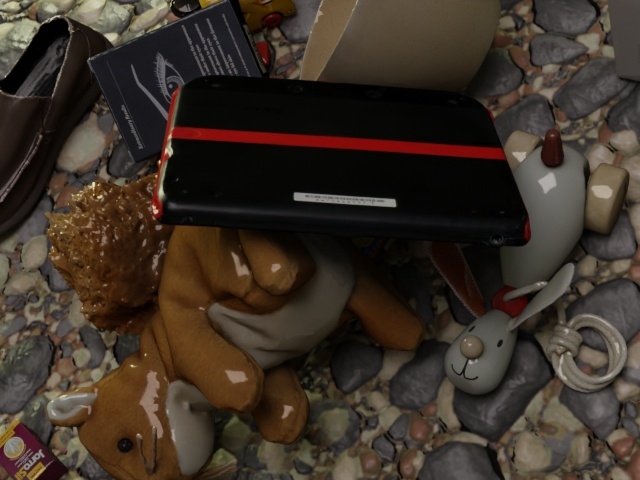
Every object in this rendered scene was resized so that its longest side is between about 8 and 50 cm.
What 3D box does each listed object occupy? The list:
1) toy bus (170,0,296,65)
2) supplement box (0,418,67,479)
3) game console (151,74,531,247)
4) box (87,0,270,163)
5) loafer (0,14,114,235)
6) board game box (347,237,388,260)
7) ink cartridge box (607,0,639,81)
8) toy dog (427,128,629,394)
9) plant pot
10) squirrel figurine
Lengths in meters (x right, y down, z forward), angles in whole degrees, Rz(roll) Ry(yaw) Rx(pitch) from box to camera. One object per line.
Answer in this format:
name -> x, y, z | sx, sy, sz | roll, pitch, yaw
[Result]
toy bus -> -0.139, -0.338, 1.849 | 0.191, 0.104, 0.202 | 20, 76, 23
supplement box -> -0.366, 0.273, 1.667 | 0.083, 0.043, 0.055 | 39, 80, 28
game console -> 0.018, -0.087, 1.470 | 0.387, 0.060, 0.342 | 3, 30, -4
box -> -0.179, -0.213, 1.768 | 0.207, 0.108, 0.153 | -21, 99, 6
loafer -> -0.429, -0.166, 1.847 | 0.134, 0.130, 0.366 | 20, 73, 25
board game box -> 0.000, 0.000, 1.690 | 0.136, 0.035, 0.201 | 34, 79, 28
ink cartridge box -> 0.501, -0.296, 1.583 | 0.270, 0.197, 0.198 | 16, 70, 23
toy dog -> 0.240, 0.004, 1.541 | 0.220, 0.161, 0.333 | -1, 65, 17
plant pot -> 0.114, -0.284, 1.685 | 0.191, 0.284, 0.284 | 21, 69, -12
squirrel figurine -> -0.155, 0.091, 1.566 | 0.370, 0.281, 0.397 | -48, 57, 14
